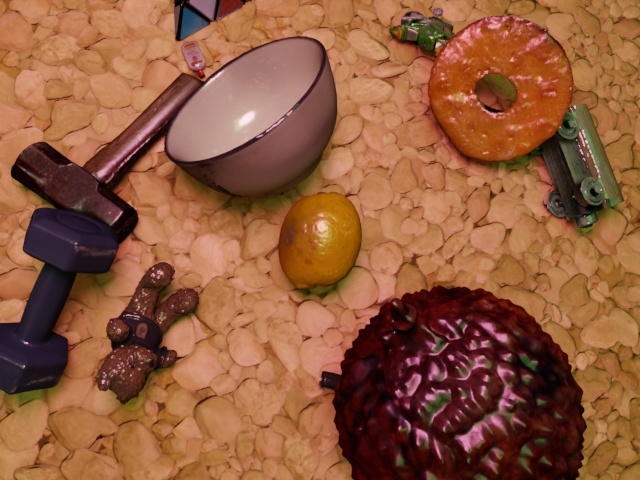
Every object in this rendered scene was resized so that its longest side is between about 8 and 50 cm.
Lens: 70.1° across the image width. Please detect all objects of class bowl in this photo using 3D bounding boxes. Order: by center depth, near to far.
[{"bbox_3d":[-0.110,-0.215,0.901,0.354,0.353,0.185,-48,134,-12],"label":"bowl"}]

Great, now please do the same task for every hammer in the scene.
[{"bbox_3d":[-0.391,-0.207,0.941,0.242,0.095,0.409,39,76,-1],"label":"hammer"}]

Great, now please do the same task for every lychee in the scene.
[{"bbox_3d":[0.221,0.272,0.791,0.424,0.424,0.501,-32,115,-12],"label":"lychee"}]

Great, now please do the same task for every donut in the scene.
[{"bbox_3d":[0.389,-0.333,1.010,0.302,0.110,0.303,8,115,17],"label":"donut"}]

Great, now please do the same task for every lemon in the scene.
[{"bbox_3d":[0.000,0.000,0.931,0.169,0.170,0.208,10,88,-7],"label":"lemon"}]

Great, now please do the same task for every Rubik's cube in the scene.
[{"bbox_3d":[-0.254,-0.641,0.954,0.284,0.234,0.250,-30,86,-11],"label":"Rubik's cube"}]

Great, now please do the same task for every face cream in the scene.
[{"bbox_3d":[-0.280,-0.404,1.020,0.040,0.021,0.084,-23,86,-11],"label":"face cream"}]

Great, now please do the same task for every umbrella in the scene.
[{"bbox_3d":[0.062,0.303,0.959,0.132,0.031,0.036,16,89,-7],"label":"umbrella"}]

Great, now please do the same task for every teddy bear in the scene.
[{"bbox_3d":[-0.337,0.177,0.871,0.182,0.129,0.252,49,49,-39],"label":"teddy bear"}]

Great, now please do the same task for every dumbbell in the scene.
[{"bbox_3d":[-0.486,0.106,0.809,0.143,0.156,0.317,31,98,26],"label":"dumbbell"}]

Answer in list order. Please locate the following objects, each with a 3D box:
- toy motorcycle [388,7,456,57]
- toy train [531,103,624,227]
[{"bbox_3d":[0.264,-0.482,1.074,0.190,0.074,0.106,31,64,19],"label":"toy motorcycle"},{"bbox_3d":[0.610,-0.186,1.069,0.189,0.126,0.308,-16,84,-11],"label":"toy train"}]
